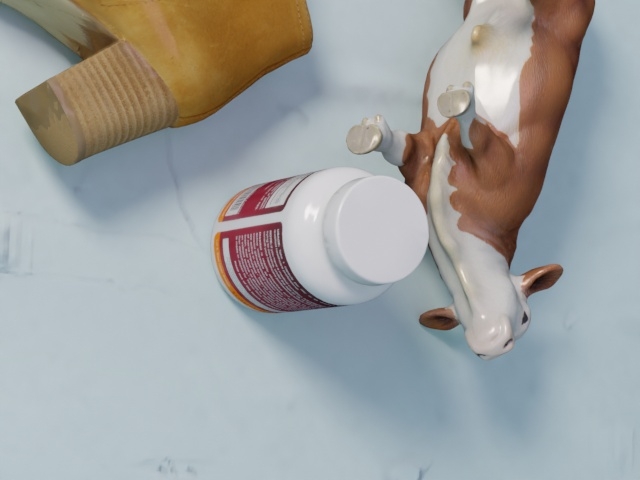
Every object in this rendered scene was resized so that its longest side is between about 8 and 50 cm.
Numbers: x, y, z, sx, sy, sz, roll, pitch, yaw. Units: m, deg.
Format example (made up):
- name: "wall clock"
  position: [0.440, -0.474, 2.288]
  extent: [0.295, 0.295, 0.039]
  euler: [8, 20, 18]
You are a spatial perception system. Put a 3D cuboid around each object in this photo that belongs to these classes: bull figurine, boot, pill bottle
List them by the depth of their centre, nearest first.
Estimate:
- name: "boot"
  position: [-0.134, -0.208, 1.177]
  extent: [0.211, 0.104, 0.295]
  euler: [-34, 104, -34]
- name: "pill bottle"
  position: [0.000, 0.000, 1.192]
  extent: [0.086, 0.152, 0.086]
  euler: [3, 85, -29]
- name: "bull figurine"
  position: [0.107, -0.081, 1.274]
  extent: [0.188, 0.101, 0.310]
  euler: [48, 51, -56]
